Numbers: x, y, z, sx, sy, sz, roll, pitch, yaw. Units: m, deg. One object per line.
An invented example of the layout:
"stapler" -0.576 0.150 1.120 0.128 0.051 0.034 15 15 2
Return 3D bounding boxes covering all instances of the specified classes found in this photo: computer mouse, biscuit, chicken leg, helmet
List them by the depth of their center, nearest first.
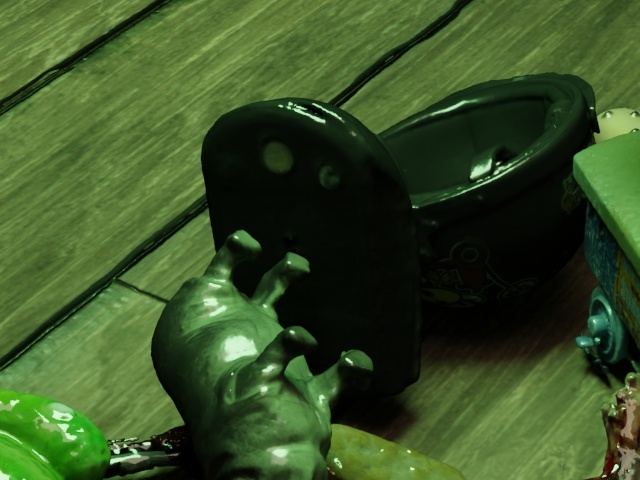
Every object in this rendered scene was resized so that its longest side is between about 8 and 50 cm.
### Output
"biscuit" 0.058 0.184 1.522 0.147 0.018 0.071 22 32 -11
"chicken leg" -0.077 0.181 1.555 0.253 0.051 0.106 9 42 19
"computer mouse" 0.000 0.000 1.613 0.170 0.269 0.100 9 27 31
"helmet" 0.148 -0.034 1.741 0.230 0.160 0.279 -9 20 34

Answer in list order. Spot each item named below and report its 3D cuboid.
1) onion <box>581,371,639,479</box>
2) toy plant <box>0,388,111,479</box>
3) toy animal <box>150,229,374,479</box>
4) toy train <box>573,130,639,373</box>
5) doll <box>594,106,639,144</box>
"onion" 0.190 0.274 1.247 0.267 0.159 0.349 19 56 -22
"toy plant" -0.329 0.173 1.485 0.315 0.184 0.224 16 38 9
"toy animal" -0.041 0.143 1.446 0.106 0.168 0.343 26 34 -35
"toy train" 0.300 0.060 1.573 0.131 0.202 0.300 -9 36 -12
"doll" 0.362 -0.069 1.840 0.278 0.119 0.154 -6 36 -22
